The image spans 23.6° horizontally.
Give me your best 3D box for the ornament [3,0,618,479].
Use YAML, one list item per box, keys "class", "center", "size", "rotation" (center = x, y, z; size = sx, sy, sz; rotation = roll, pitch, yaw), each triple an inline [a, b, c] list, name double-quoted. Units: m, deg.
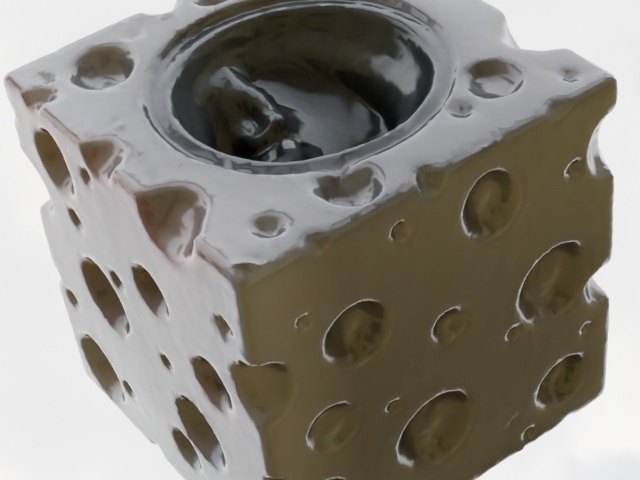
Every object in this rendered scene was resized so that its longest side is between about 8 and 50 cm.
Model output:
- class: "ornament"
  center: [0.000, 0.000, 0.876]
  size: [0.239, 0.240, 0.240]
  rotation: [-29, -46, -23]
